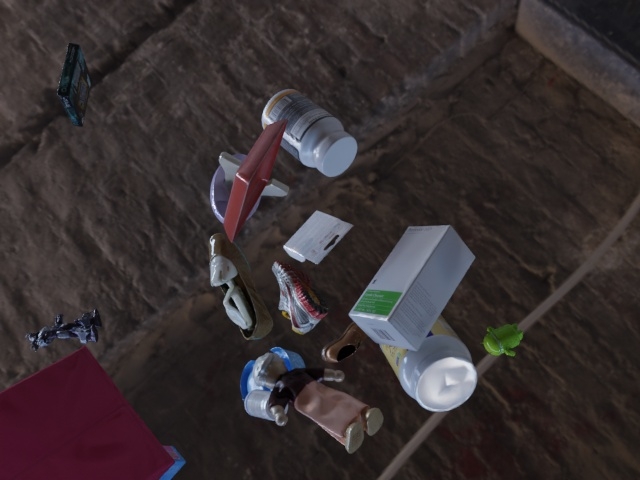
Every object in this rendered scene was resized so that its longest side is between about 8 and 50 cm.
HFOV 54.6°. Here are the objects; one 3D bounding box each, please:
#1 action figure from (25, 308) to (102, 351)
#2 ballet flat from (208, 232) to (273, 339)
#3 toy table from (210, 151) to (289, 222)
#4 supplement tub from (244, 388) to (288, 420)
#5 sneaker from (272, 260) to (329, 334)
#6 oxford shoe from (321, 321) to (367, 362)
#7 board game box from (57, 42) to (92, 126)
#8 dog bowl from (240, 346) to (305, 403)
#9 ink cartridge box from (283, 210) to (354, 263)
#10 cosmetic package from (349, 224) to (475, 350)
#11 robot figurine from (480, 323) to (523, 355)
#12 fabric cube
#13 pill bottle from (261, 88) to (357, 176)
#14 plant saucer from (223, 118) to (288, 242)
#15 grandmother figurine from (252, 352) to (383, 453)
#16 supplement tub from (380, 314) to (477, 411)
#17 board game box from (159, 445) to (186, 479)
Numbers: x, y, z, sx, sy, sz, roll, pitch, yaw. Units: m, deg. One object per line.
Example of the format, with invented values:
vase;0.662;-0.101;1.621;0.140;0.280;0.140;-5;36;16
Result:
action figure;-0.994;0.346;2.383;0.185;0.285;0.099;-98;-2;-59
ballet flat;-0.255;0.144;1.828;0.124;0.116;0.342;-34;-78;-59
toy table;-0.247;-0.195;2.039;0.252;0.161;0.274;17;-119;-31
supplement tub;-0.139;0.418;1.580;0.071;0.071;0.107;48;150;-22
sneaker;-0.068;0.124;1.410;0.088;0.092;0.225;27;-163;-34
oxford shoe;0.104;0.310;1.909;0.076;0.212;0.076;8;129;52
board game box;-0.561;-0.352;1.423;0.026;0.126;0.186;9;168;-11
dog bowl;-0.155;0.457;2.040;0.074;0.297;0.165;9;-122;-39
ink cartridge box;0.000;0.000;2.051;0.225;0.181;0.056;25;158;52
cosmetic package;0.278;0.135;1.866;0.155;0.365;0.197;46;155;-24
robot figurine;0.507;0.277;1.731;0.101;0.115;0.067;57;167;39
fabric cube;-0.439;0.378;0.992;0.259;0.254;0.258;47;-137;12
pill bottle;-0.032;-0.311;1.803;0.278;0.162;0.162;42;177;31
plant saucer;-0.177;-0.161;1.607;0.048;0.259;0.258;24;140;-1
grandmother figurine;-0.034;0.363;1.442;0.343;0.103;0.208;24;-151;37
supplement tub;0.345;0.372;2.019;0.241;0.241;0.331;48;-175;-25
board game box;-0.505;0.624;1.561;0.064;0.242;0.316;39;174;24
